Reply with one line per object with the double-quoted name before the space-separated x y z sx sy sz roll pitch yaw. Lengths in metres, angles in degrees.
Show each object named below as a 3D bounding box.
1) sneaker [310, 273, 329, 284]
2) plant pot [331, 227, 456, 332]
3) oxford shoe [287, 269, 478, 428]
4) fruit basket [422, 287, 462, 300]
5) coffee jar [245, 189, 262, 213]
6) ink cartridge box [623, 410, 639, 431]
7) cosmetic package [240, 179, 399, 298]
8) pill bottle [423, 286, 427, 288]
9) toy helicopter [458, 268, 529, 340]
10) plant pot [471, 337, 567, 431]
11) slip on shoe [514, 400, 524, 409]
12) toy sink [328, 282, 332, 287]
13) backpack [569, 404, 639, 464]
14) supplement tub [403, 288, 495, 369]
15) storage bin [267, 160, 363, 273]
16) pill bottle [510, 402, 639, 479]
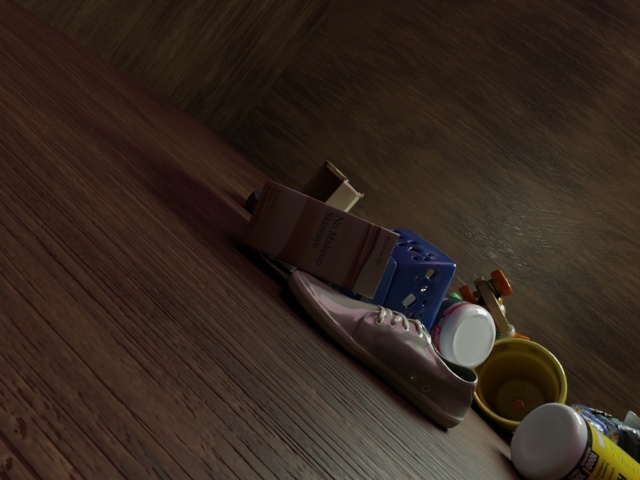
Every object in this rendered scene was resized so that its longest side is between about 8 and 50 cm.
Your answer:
"sneaker" -0.009 0.071 1.329 0.086 0.064 0.192 46 4 -14
"plant pot" 0.171 0.103 1.235 0.212 0.236 0.236 6 23 -28
"oxford shoe" 0.129 0.190 0.938 0.449 0.130 0.169 38 8 -3
"fruit basket" 0.460 0.305 1.733 0.327 0.165 0.353 62 -5 -8
"coffee jar" -0.180 -0.115 1.544 0.096 0.079 0.184 40 6 3
"ink cartridge box" 0.964 0.707 1.317 0.091 0.385 0.308 -11 31 -21
"cosmetic package" 0.000 0.000 1.007 0.296 0.153 0.129 22 -2 3
"pill bottle" 0.560 0.358 2.249 0.283 0.161 0.161 39 6 -4
"toy helicopter" 0.573 0.229 1.547 0.235 0.140 0.355 63 13 11
"plant pot" 0.584 0.452 1.390 0.254 0.254 0.239 45 -9 42
"slip on shoe" 0.733 0.593 1.652 0.331 0.101 0.123 37 35 -29
"toy sink" 0.121 0.102 1.445 0.234 0.153 0.131 36 7 -44
"backpack" 0.748 0.592 1.310 0.213 0.276 0.263 27 0 9
"supplement tub" 0.366 0.257 1.420 0.191 0.191 0.272 37 -9 -26
"storage bin" -0.029 -0.064 1.206 0.123 0.262 0.260 42 5 -6
"pill bottle" 0.611 0.535 1.046 0.334 0.188 0.188 39 6 -4
